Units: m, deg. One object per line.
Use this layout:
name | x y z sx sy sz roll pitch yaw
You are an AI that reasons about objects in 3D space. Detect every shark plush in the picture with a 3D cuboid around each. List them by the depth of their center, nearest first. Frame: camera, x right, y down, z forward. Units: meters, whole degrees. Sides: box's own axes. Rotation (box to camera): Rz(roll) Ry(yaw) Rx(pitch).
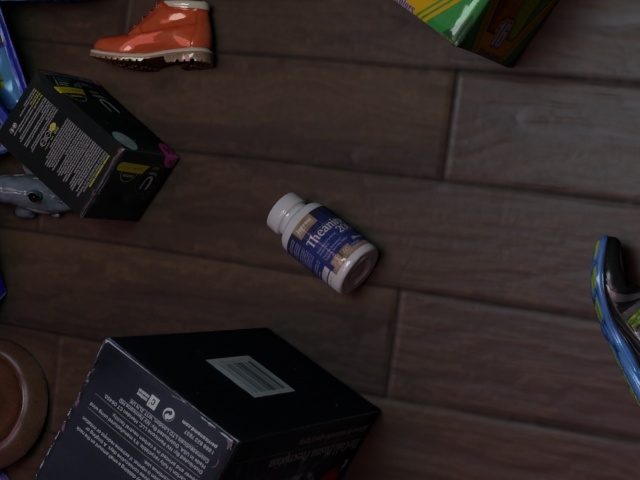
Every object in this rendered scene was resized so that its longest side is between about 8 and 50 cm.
shark plush | -0.341 -0.046 1.827 0.161 0.067 0.073 26 99 25

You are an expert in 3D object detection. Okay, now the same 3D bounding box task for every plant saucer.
plant saucer | -0.420 0.203 1.861 0.168 0.029 0.168 -3 78 17

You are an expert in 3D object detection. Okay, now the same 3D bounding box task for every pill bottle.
pill bottle | 0.000 0.000 1.658 0.120 0.067 0.067 38 105 22

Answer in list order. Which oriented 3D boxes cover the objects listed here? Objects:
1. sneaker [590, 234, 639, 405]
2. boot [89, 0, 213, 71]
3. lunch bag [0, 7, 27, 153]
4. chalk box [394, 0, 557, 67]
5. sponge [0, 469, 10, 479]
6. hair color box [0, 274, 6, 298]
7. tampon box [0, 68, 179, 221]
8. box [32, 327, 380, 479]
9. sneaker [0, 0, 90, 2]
sneaker | 0.324 0.082 1.506 0.078 0.067 0.188 -22 76 2
boot | -0.199 -0.245 1.774 0.158 0.059 0.084 -1 85 18
lunch bag | -0.482 -0.212 1.855 0.221 0.138 0.293 -12 113 32
chalk box | 0.184 -0.350 1.516 0.179 0.180 0.289 41 107 22
sponge | -0.479 0.354 1.903 0.210 0.031 0.117 -49 69 17
hair color box | -0.531 -0.057 1.823 0.185 0.110 0.338 -2 115 26
tampon box | -0.274 -0.111 1.767 0.161 0.120 0.101 41 106 21
box | -0.140 0.271 1.566 0.179 0.343 0.312 35 104 22
sneaker | -0.358 -0.337 1.838 0.232 0.081 0.090 5 98 28
